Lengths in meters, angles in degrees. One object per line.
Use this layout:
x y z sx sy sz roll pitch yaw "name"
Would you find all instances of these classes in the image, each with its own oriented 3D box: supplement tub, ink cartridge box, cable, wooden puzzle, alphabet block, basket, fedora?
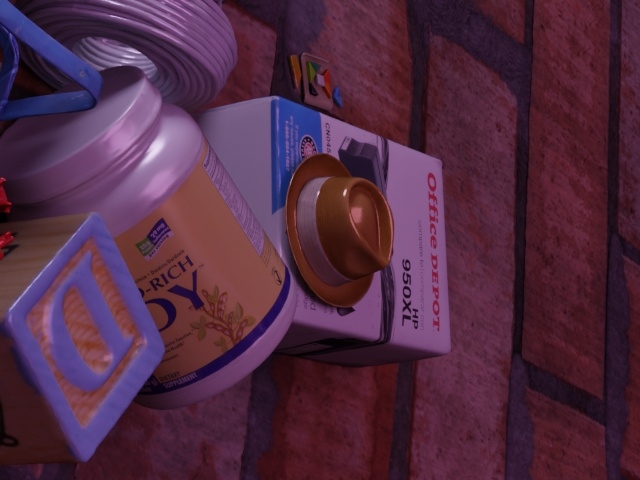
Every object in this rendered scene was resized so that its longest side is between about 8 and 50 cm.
-0.198 -0.004 1.966 0.331 0.241 0.241 58 40 -27 "supplement tub"
0.000 0.000 2.313 0.395 0.166 0.286 16 69 -53 "ink cartridge box"
-0.220 -0.226 1.985 0.257 0.257 0.089 67 33 -62 "cable"
-0.004 -0.226 2.503 0.116 0.014 0.079 2 80 -55 "wooden puzzle"
-0.309 0.102 1.802 0.193 0.197 0.192 -54 129 -48 "alphabet block"
-0.387 -0.186 1.698 0.255 0.289 0.201 43 55 -44 "basket"
0.036 -0.016 2.152 0.194 0.079 0.194 16 70 -51 "fedora"

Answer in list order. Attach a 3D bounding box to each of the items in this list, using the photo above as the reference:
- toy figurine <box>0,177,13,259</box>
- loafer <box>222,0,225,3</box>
-0.474 0.016 1.657 0.362 0.217 0.191 -2 82 -12 "toy figurine"
-0.140 -0.381 2.243 0.366 0.133 0.130 -52 123 -48 "loafer"
